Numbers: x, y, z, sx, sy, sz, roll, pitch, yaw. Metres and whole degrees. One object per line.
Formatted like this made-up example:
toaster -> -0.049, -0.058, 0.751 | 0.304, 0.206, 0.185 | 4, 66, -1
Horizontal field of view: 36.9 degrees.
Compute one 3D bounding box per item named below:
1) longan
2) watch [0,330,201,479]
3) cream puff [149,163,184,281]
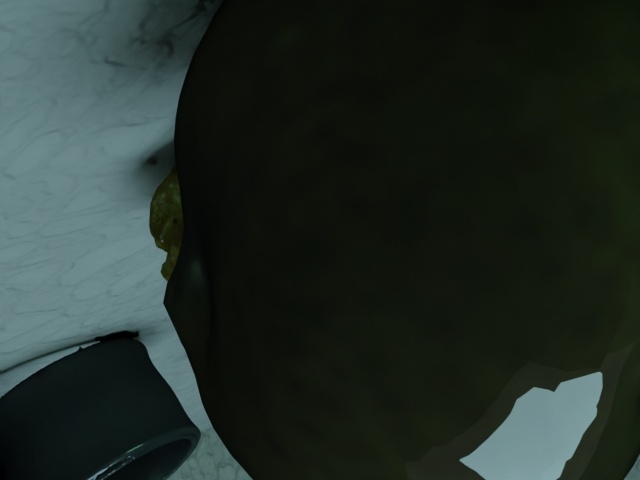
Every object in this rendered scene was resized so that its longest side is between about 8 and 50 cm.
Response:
longan -> 0.061, -0.006, 0.502 | 0.288, 0.350, 0.288 | 8, -176, -1
watch -> -0.321, 0.273, 1.218 | 0.327, 0.314, 0.335 | -32, 161, -23
cream puff -> -0.009, -0.013, 0.750 | 0.244, 0.196, 0.244 | 3, -176, 0
